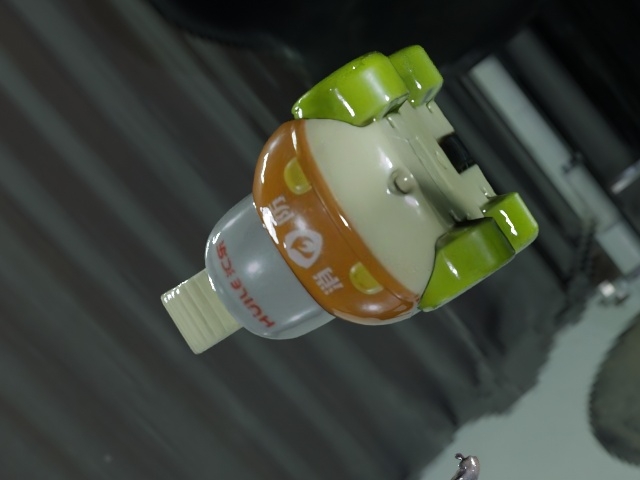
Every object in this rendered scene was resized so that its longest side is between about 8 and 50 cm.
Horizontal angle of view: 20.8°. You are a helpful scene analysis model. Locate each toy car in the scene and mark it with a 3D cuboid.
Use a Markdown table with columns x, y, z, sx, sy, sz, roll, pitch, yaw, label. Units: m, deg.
| x | y | z | sx | sy | sz | roll | pitch | yaw | label |
| --- | --- | --- | --- | --- | --- | --- | --- | --- | --- |
| 0.000 | 0.000 | 1.057 | 0.235 | 0.145 | 0.235 | -33 | -1 | -1 | toy car |

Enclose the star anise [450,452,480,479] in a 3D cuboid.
| x | y | z | sx | sy | sz | roll | pitch | yaw | label |
| --- | --- | --- | --- | --- | --- | --- | --- | --- | --- |
| 0.032 | 0.229 | 1.071 | 0.208 | 0.063 | 0.172 | -12 | 54 | -14 | star anise |
